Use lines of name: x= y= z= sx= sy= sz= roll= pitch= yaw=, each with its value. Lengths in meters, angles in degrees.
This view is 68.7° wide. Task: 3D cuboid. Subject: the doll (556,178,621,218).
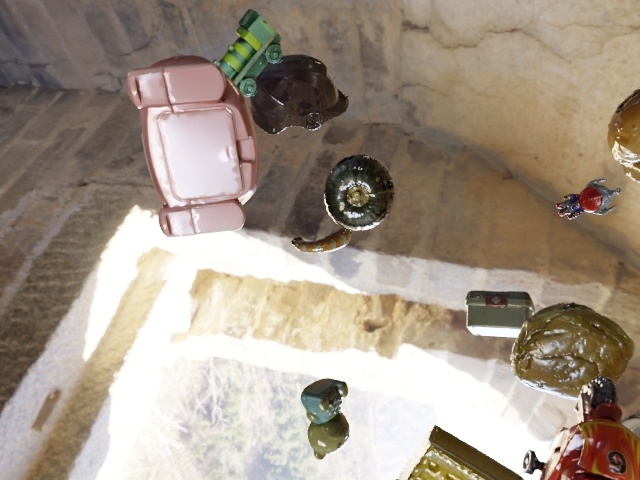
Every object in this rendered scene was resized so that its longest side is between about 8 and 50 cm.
doll: x=0.838 y=-0.124 z=1.463 sx=0.195 sy=0.062 sz=0.104 roll=-26 pitch=-128 yaw=53

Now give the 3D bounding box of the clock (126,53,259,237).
clock: x=-0.164 y=-0.148 z=0.673 sx=0.241 sy=0.142 sz=0.227 roll=-113 pitch=-163 yaw=-65

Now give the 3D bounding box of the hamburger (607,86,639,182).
hamburger: x=0.706 y=-0.240 z=0.856 sx=0.284 sy=0.174 sz=0.304 roll=-46 pitch=-167 yaw=-26

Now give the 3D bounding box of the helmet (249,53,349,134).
helmet: x=-0.073 y=-0.455 z=1.385 sx=0.177 sy=0.306 sz=0.225 roll=74 pitch=0 yaw=-47

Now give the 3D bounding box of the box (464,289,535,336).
box: x=0.584 y=0.240 z=1.527 sx=0.148 sy=0.210 sz=0.129 roll=41 pitch=53 yaw=-52

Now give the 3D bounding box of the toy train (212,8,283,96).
toy train: x=-0.186 y=-0.455 z=1.167 sx=0.200 sy=0.083 sz=0.132 roll=-51 pitch=139 yaw=3

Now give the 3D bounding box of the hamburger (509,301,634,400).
hamburger: x=0.646 y=0.297 z=1.210 sx=0.134 sy=0.285 sz=0.265 roll=-49 pitch=155 yaw=-71

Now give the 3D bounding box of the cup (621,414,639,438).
cup: x=0.785 y=0.494 z=0.991 sx=0.196 sy=0.280 sz=0.196 roll=-64 pitch=179 yaw=-2

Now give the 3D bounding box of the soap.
soap: x=0.434 y=0.799 z=1.500 sx=0.156 sy=0.335 sz=0.293 roll=-31 pitch=145 yaw=-66

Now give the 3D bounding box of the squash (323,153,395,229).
squash: x=0.099 y=-0.124 z=1.207 sx=0.156 sy=0.193 sz=0.193 roll=-98 pitch=-172 yaw=-59

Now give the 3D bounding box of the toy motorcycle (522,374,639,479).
toy motorcycle: x=0.361 y=0.339 z=0.658 sx=0.171 sy=0.089 sz=0.298 roll=-35 pitch=143 yaw=-83

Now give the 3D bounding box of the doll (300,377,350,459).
doll: x=0.021 y=0.655 z=1.723 sx=0.177 sy=0.162 sz=0.260 roll=-21 pitch=101 yaw=-47

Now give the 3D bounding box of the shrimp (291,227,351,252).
shrimp: x=0.000 y=0.000 z=1.392 sx=0.161 sy=0.166 sz=0.049 roll=-29 pitch=114 yaw=-38
